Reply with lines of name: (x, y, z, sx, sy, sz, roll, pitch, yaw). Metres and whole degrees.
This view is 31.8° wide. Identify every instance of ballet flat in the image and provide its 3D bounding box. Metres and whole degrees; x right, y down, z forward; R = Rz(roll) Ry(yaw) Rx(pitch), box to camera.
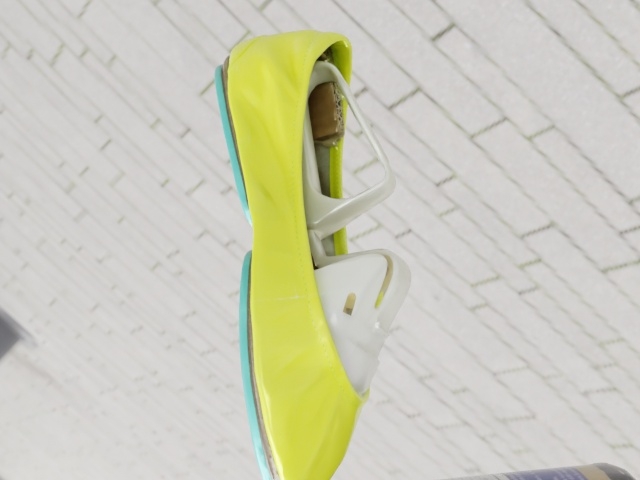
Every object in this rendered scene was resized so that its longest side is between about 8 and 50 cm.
ballet flat: (0.000, 0.000, 0.510, 0.077, 0.231, 0.077, -15, 154, 14)

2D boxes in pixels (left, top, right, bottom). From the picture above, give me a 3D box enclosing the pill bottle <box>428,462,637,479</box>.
pill bottle: (0.052, 0.180, 0.550, 0.219, 0.123, 0.123, -4, 152, -7)
